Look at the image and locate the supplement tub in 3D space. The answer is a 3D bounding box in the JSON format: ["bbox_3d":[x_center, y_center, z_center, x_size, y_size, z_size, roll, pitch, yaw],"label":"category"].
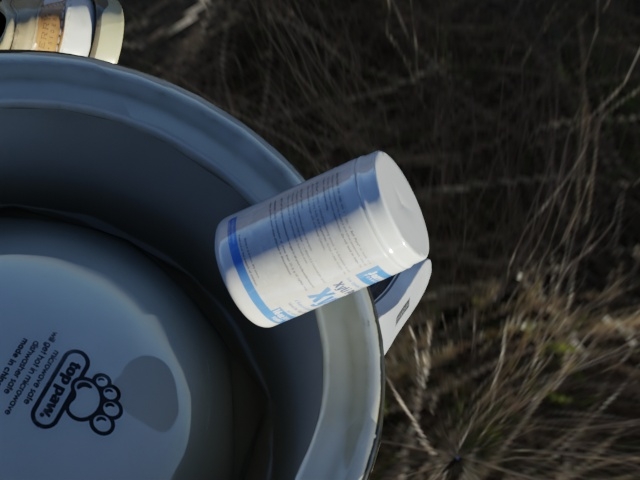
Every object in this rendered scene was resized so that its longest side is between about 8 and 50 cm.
[{"bbox_3d":[0.000,0.000,1.027,0.107,0.071,0.071,-23,82,19],"label":"supplement tub"}]

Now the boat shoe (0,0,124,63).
[{"bbox_3d":[-0.269,-0.210,1.603,0.103,0.302,0.113,8,100,-27],"label":"boat shoe"}]

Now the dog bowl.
[{"bbox_3d":[-0.175,0.091,1.081,0.407,0.150,0.408,7,57,-12],"label":"dog bowl"}]

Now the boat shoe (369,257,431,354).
[{"bbox_3d":[0.034,0.051,1.259,0.040,0.142,0.049,19,126,17],"label":"boat shoe"}]
